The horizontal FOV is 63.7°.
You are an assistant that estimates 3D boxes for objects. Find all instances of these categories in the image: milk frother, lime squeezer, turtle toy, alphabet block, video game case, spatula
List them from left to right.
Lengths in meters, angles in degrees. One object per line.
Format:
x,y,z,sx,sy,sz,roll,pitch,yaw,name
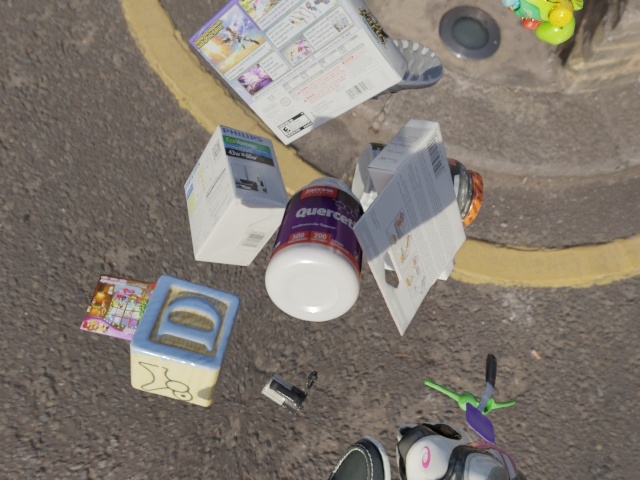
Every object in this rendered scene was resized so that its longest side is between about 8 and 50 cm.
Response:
-0.299,0.225,1.144,0.192,0.197,0.193,18,48,-5,alphabet block
-0.098,0.472,1.694,0.134,0.129,0.143,32,53,6,milk frother
-0.038,-0.306,0.830,0.244,0.269,0.061,44,47,-27,video game case
0.480,0.499,1.596,0.310,0.110,0.059,14,85,-6,lime squeezer
0.393,0.360,1.218,0.084,0.030,0.296,41,36,2,spatula
0.255,-0.279,0.591,0.130,0.066,0.095,32,63,-26,turtle toy

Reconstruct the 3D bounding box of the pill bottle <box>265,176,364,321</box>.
0.000,0.000,1.073,0.181,0.181,0.323,15,38,-4,pill bottle

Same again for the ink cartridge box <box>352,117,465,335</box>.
0.152,-0.020,0.919,0.066,0.296,0.261,19,58,40,ink cartridge box

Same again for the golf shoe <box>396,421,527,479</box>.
0.091,0.153,0.345,0.067,0.186,0.086,-40,68,-5,golf shoe

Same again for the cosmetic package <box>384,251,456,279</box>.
0.270,0.035,1.522,0.231,0.117,0.085,10,52,41,cosmetic package

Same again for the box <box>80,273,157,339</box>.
-0.644,0.235,1.751,0.293,0.057,0.201,8,71,14,box

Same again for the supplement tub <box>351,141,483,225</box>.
0.274,-0.150,1.474,0.338,0.207,0.207,10,71,-10,supplement tub

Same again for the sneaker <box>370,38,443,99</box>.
0.135,-0.372,1.150,0.281,0.115,0.105,8,76,22,sneaker

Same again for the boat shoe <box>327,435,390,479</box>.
0.028,0.474,0.863,0.091,0.114,0.302,9,100,-41,boat shoe

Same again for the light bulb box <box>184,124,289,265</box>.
-0.319,-0.158,1.894,0.225,0.358,0.361,10,49,-34,light bulb box
